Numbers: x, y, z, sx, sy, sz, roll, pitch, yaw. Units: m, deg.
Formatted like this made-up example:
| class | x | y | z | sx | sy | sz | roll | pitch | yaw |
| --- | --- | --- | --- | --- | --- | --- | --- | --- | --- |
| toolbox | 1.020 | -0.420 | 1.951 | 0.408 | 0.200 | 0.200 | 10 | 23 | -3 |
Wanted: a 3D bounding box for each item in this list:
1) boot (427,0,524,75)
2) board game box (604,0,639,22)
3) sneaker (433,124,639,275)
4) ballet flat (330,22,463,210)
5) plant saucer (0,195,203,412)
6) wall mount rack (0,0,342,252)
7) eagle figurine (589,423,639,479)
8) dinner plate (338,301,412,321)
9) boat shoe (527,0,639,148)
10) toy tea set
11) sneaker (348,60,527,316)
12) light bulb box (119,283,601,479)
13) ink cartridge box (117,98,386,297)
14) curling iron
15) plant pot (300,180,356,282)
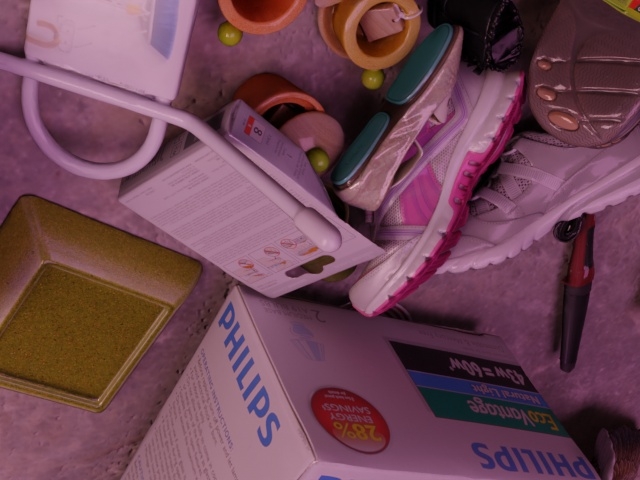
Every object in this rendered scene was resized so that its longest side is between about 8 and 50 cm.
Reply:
| class | x | y | z | sx | sy | sz | roll | pitch | yaw |
| --- | --- | --- | --- | --- | --- | --- | --- | --- | --- |
| boot | 0.124 | -0.201 | 0.783 | 0.045 | 0.099 | 0.121 | -18 | 130 | -16 |
| board game box | 0.219 | -0.242 | 0.746 | 0.043 | 0.181 | 0.092 | 15 | 115 | -34 |
| sneaker | 0.187 | -0.056 | 0.946 | 0.281 | 0.105 | 0.115 | -27 | 97 | -2 |
| ballet flat | 0.072 | -0.098 | 0.790 | 0.052 | 0.057 | 0.168 | 33 | 98 | -27 |
| plant saucer | -0.219 | 0.075 | 0.850 | 0.188 | 0.045 | 0.188 | 25 | 110 | -38 |
| wall mount rack | -0.096 | -0.153 | 0.625 | 0.304 | 0.130 | 0.350 | 18 | 121 | -2 |
| eagle figurine | 0.345 | 0.341 | 1.242 | 0.298 | 0.225 | 0.226 | 25 | 100 | -26 |
| dinner plate | 0.033 | 0.114 | 1.024 | 0.141 | 0.017 | 0.141 | -13 | 128 | -17 |
| boat shoe | 0.290 | -0.245 | 0.832 | 0.355 | 0.132 | 0.130 | -62 | 157 | 10 |
| toy tea set | 0.009 | -0.191 | 0.716 | 0.200 | 0.124 | 0.336 | -16 | 129 | -15 |
| sneaker | 0.082 | -0.053 | 0.860 | 0.252 | 0.111 | 0.103 | -63 | 166 | 4 |
| light bulb box | 0.013 | 0.269 | 0.972 | 0.358 | 0.225 | 0.361 | 14 | 121 | -34 |
| ink cartridge box | -0.053 | -0.027 | 0.798 | 0.145 | 0.045 | 0.179 | -24 | 135 | 39 |
| curling iron | 0.276 | 0.043 | 1.082 | 0.068 | 0.035 | 0.274 | -18 | 129 | -9 |
| plant pot | 0.000 | 0.000 | 0.891 | 0.083 | 0.083 | 0.079 | -36 | 144 | 1 |
